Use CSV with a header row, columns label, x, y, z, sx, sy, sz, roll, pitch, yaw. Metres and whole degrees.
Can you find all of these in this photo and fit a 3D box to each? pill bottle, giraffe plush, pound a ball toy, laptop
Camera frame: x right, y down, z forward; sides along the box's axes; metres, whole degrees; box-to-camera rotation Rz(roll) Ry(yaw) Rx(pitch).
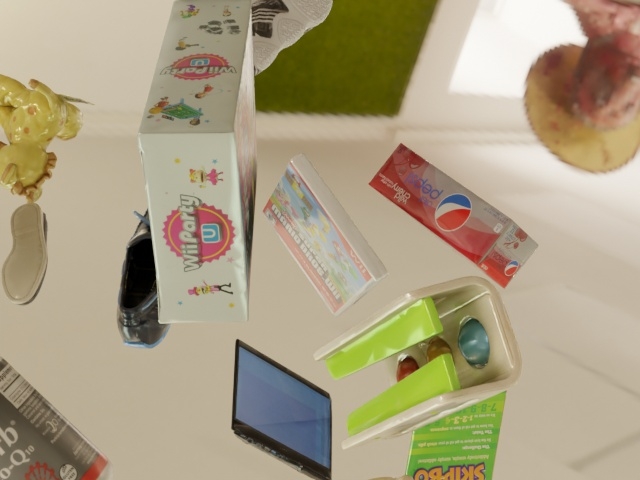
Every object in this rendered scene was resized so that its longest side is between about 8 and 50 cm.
label,x,y,z,sx,sy,sz,roll,pitch,yaw
pill bottle,-0.503,0.295,1.897,0.363,0.210,0.210,45,-165,-6
giraffe plush,-0.459,-0.151,1.980,0.210,0.171,0.181,12,170,41
pound a ball toy,0.114,0.186,1.447,0.135,0.208,0.319,-11,165,-26
laptop,-0.006,0.284,1.908,0.234,0.137,0.264,35,168,-38

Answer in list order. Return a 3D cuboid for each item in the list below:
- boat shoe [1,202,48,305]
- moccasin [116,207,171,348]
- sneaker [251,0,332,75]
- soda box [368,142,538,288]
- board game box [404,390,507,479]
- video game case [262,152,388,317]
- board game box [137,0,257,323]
label,x,y,z,sx,sy,sz,roll,pitch,yaw
boat shoe,-0.462,0.031,2.037,0.075,0.065,0.206,-14,-133,6
moccasin,-0.279,0.029,2.240,0.137,0.117,0.342,-1,-131,5
sneaker,-0.155,-0.372,2.334,0.366,0.137,0.210,-39,-165,-34
soda box,0.189,-0.039,1.851,0.092,0.083,0.263,36,-177,-45
board game box,0.196,0.269,1.831,0.124,0.260,0.039,10,172,8
video game case,0.000,0.000,1.830,0.204,0.025,0.285,55,163,5
board game box,-0.120,-0.091,1.333,0.097,0.224,0.303,-1,-146,1
